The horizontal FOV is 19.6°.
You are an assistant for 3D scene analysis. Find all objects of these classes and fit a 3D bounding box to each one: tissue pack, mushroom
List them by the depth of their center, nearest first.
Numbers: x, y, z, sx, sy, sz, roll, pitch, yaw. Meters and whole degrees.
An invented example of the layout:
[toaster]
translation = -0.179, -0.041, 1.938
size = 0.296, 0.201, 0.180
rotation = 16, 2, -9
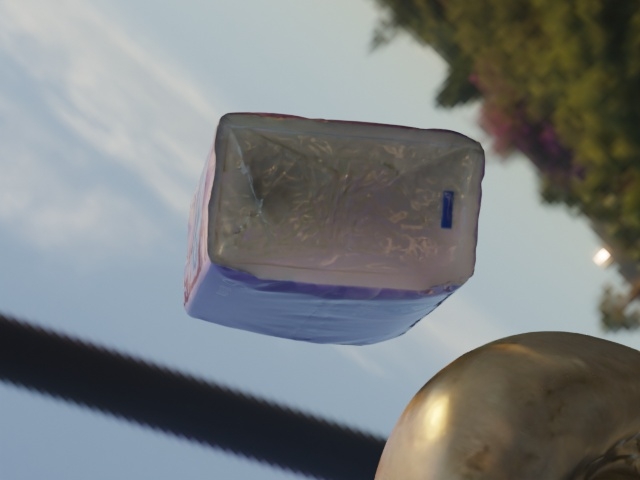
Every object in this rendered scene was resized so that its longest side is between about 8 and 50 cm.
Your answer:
[mushroom]
translation = 0.190, 0.218, 1.326
size = 0.290, 0.297, 0.297
rotation = 21, 170, 44
[tissue pack]
translation = 0.000, 0.000, 1.728
size = 0.242, 0.160, 0.338
rotation = 6, 168, -6
